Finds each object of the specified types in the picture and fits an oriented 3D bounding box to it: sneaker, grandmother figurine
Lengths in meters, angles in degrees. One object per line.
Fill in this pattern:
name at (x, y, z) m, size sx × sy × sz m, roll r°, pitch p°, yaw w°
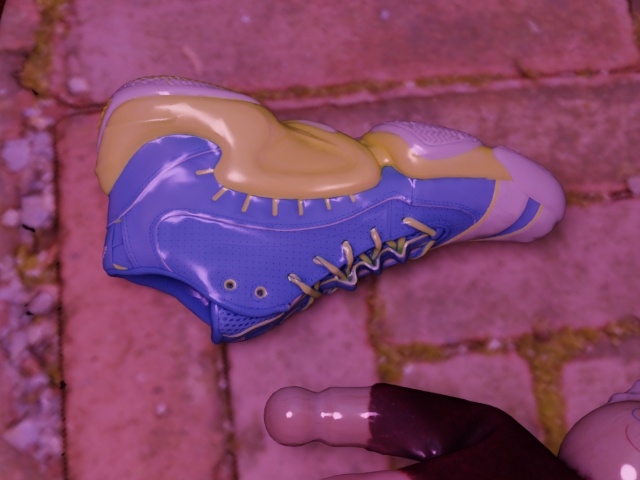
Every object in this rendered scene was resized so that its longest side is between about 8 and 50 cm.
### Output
sneaker at (0.000, 0.000, 0.770) m, size 0.240 × 0.091 × 0.126 m, roll 11°, pitch 79°, yaw -2°
grandmother figurine at (0.050, 0.138, 0.655) m, size 0.342 × 0.104 × 0.208 m, roll -16°, pitch 67°, yaw -26°

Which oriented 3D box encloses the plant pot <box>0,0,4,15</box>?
plant pot at (-0.285, -0.269, 0.776) m, size 0.267 × 0.236 × 0.267 m, roll 9°, pitch 62°, yaw -2°
